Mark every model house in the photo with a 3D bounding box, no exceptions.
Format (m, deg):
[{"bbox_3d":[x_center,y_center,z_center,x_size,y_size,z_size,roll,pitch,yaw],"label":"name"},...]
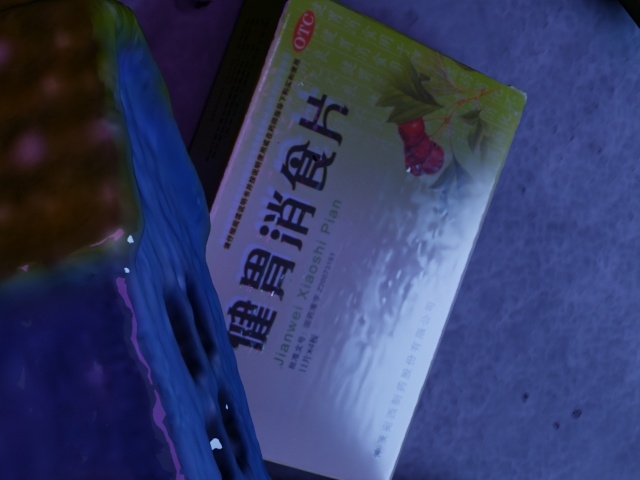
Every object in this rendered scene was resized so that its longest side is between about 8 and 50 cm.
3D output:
[{"bbox_3d":[-0.158,0.039,0.573,0.237,0.215,0.303,-15,88,5],"label":"model house"}]

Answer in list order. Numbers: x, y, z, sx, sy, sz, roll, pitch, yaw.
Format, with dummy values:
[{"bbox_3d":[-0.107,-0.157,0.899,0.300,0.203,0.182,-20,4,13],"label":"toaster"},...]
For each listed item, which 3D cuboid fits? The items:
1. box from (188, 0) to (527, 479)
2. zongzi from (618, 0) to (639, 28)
[{"bbox_3d":[0.000,0.001,0.771,0.175,0.062,0.260,21,89,-29],"label":"box"},{"bbox_3d":[0.251,-0.290,0.814,0.274,0.145,0.300,43,72,-31],"label":"zongzi"}]
